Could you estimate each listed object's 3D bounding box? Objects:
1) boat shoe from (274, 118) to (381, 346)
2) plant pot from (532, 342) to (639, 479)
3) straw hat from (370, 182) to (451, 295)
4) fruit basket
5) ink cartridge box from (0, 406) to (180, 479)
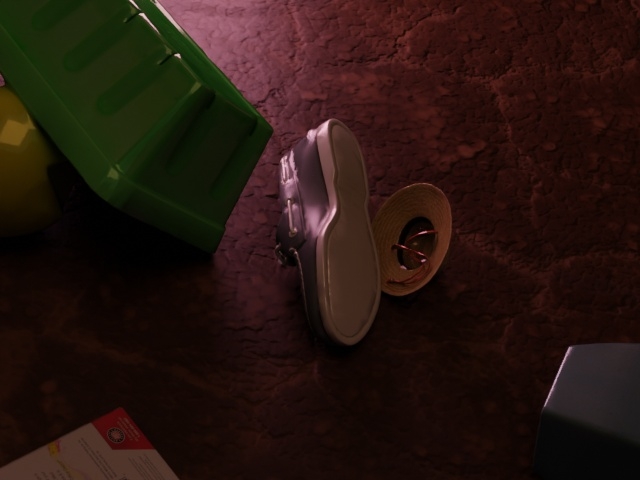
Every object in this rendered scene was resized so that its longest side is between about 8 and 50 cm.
[{"bbox_3d":[0.000,0.000,1.813,0.099,0.116,0.319,-24,48,28],"label":"boat shoe"},{"bbox_3d":[0.355,0.212,1.610,0.234,0.165,0.165,17,46,16],"label":"plant pot"},{"bbox_3d":[0.123,0.009,1.821,0.061,0.144,0.144,27,33,-40],"label":"straw hat"},{"bbox_3d":[-0.299,-0.117,1.792,0.392,0.283,0.392,-9,71,27],"label":"fruit basket"},{"bbox_3d":[-0.241,0.265,1.517,0.175,0.072,0.127,-25,56,-29],"label":"ink cartridge box"}]
